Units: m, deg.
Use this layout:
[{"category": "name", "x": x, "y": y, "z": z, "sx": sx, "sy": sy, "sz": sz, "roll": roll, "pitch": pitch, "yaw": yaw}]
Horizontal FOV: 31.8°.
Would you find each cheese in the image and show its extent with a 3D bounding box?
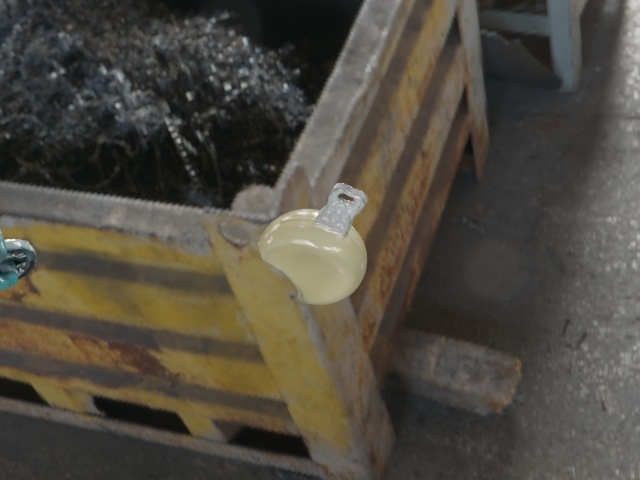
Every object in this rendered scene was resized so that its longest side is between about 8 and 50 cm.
[{"category": "cheese", "x": 0.019, "y": 0.008, "z": 1.589, "sx": 0.249, "sy": 0.163, "sz": 0.071, "roll": -29, "pitch": 32, "yaw": 47}]

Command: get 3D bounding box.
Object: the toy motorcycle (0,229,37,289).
[{"category": "toy motorcycle", "x": -0.445, "y": 0.017, "z": 1.248, "sx": 0.206, "sy": 0.260, "sz": 0.154, "roll": -28, "pitch": 64, "yaw": -4}]
